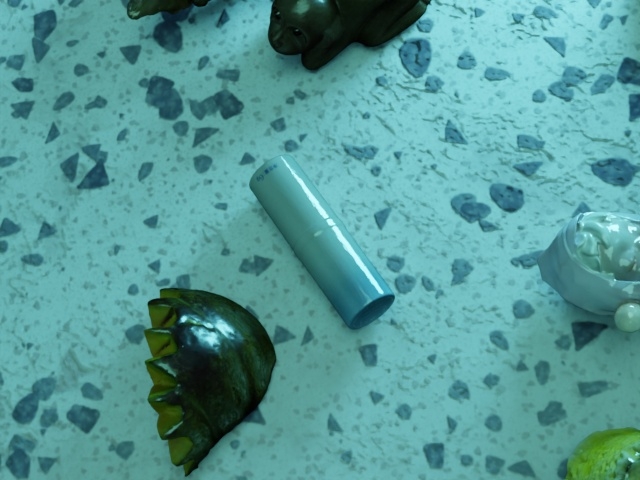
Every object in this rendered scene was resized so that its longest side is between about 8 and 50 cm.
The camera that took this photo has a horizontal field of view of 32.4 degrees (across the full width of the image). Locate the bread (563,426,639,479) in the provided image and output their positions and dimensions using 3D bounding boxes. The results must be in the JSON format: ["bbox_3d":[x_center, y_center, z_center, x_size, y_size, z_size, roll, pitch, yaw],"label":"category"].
[{"bbox_3d":[0.383,0.301,1.260,0.197,0.170,0.197,2,73,-6],"label":"bread"}]

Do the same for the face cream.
[{"bbox_3d":[0.000,0.000,1.472,0.077,0.077,0.250,-32,67,-7],"label":"face cream"}]

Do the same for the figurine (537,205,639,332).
[{"bbox_3d":[0.413,0.046,1.385,0.276,0.133,0.200,19,59,8],"label":"figurine"}]

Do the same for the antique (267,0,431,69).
[{"bbox_3d":[0.039,-0.345,1.579,0.257,0.143,0.121,-23,69,-1],"label":"antique"}]

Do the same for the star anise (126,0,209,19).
[{"bbox_3d":[-0.148,-0.427,1.643,0.349,0.109,0.292,-37,59,-12],"label":"star anise"}]

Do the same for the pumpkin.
[{"bbox_3d":[-0.136,0.154,1.397,0.149,0.130,0.254,-10,66,2],"label":"pumpkin"}]
